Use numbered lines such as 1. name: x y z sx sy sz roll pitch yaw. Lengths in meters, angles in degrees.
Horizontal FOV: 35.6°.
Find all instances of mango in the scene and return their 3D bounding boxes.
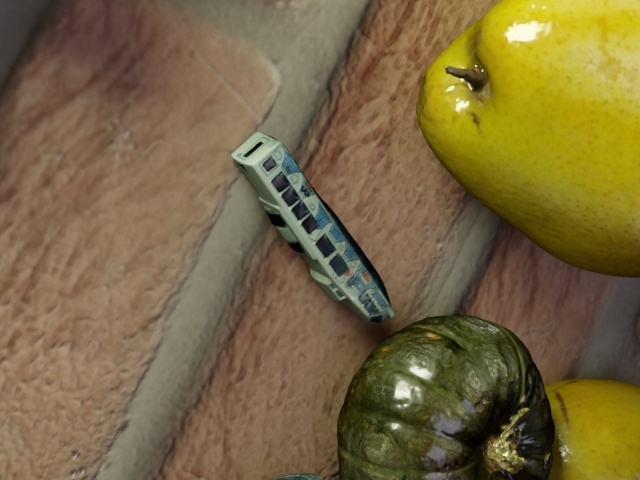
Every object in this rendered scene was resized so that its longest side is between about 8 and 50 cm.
1. mango: 0.304 0.216 1.022 0.262 0.167 0.130 -6 121 -35

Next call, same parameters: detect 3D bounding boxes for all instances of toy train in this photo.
1. toy train: 0.000 0.000 0.823 0.047 0.043 0.207 -44 123 -12

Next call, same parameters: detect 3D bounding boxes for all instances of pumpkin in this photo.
1. pumpkin: 0.114 0.176 0.881 0.224 0.157 0.223 -7 100 -40

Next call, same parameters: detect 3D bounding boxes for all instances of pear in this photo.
1. pear: 0.257 -0.095 0.832 0.336 0.285 0.284 -17 113 -11

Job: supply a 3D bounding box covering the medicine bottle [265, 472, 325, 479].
1. medicine bottle: 0.000 0.351 0.844 0.141 0.141 0.293 -20 98 -27
